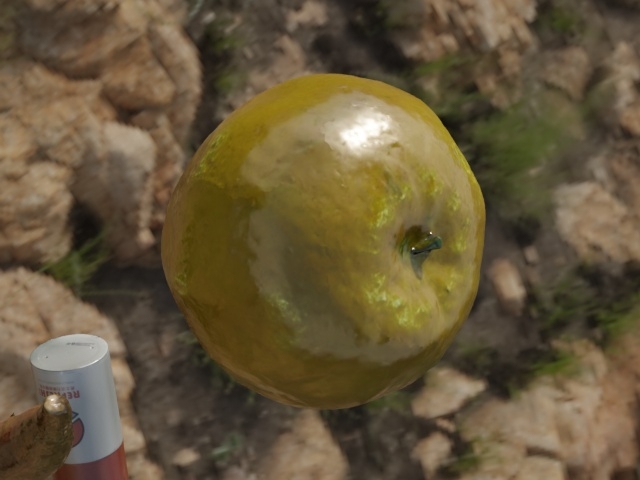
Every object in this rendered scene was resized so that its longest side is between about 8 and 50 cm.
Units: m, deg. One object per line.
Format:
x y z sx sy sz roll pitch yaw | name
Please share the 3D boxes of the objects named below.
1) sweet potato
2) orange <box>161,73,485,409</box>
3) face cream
-0.290 0.204 1.406 0.066 0.314 0.072 18 52 -33 | sweet potato
0.000 0.000 1.297 0.279 0.235 0.279 -4 95 -46 | orange
-0.294 0.232 1.941 0.096 0.096 0.214 -26 120 -38 | face cream
